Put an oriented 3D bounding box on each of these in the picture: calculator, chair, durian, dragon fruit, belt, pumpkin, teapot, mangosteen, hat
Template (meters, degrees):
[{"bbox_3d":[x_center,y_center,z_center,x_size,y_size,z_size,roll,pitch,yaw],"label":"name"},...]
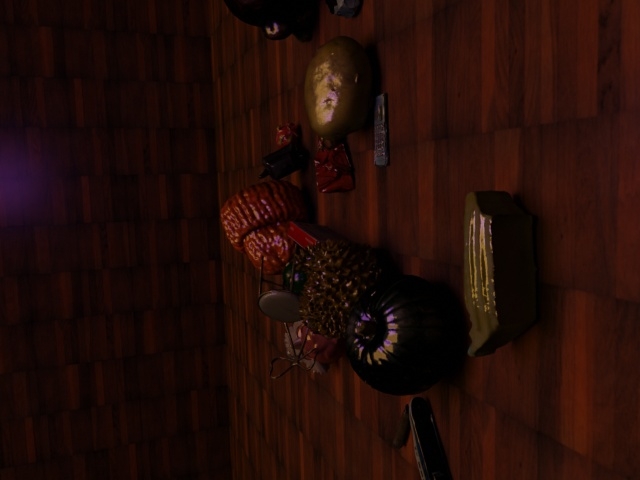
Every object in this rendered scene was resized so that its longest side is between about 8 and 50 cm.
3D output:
[{"bbox_3d":[0.144,-0.263,1.335,0.057,0.018,0.172,-172,80,-66],"label":"calculator"},{"bbox_3d":[-0.093,0.186,1.519,0.170,0.160,0.325,51,-147,-38],"label":"chair"},{"bbox_3d":[0.050,0.112,1.365,0.293,0.258,0.258,-143,51,-82],"label":"durian"},{"bbox_3d":[0.050,-0.224,1.542,0.092,0.122,0.192,-12,76,28],"label":"dragon fruit"},{"bbox_3d":[0.060,-0.632,1.425,0.105,0.058,0.140,119,145,-45],"label":"belt"},{"bbox_3d":[0.153,0.190,1.133,0.250,0.216,0.249,-22,60,43],"label":"pumpkin"},{"bbox_3d":[-0.122,-0.247,1.809,0.087,0.177,0.096,62,-175,-20],"label":"teapot"},{"bbox_3d":[-0.152,-0.742,1.626,0.297,0.297,0.313,-179,89,-68],"label":"mangosteen"},{"bbox_3d":[-0.139,0.022,1.814,0.400,0.285,0.285,68,154,13],"label":"hat"},{"bbox_3d":[-0.111,-0.336,1.876,0.086,0.081,0.116,52,141,38],"label":"dragon fruit"}]

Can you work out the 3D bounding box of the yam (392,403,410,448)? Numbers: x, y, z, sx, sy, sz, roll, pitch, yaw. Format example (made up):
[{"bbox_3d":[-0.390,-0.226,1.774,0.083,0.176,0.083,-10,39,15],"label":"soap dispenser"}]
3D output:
[{"bbox_3d":[0.196,0.440,1.313,0.033,0.027,0.129,-56,-21,-54],"label":"yam"}]

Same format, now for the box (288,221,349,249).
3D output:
[{"bbox_3d":[0.000,0.001,1.600,0.229,0.123,0.050,-143,62,-63],"label":"box"}]

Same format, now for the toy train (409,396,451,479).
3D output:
[{"bbox_3d":[0.232,0.456,1.196,0.051,0.052,0.233,117,143,-60],"label":"toy train"}]

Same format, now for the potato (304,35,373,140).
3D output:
[{"bbox_3d":[0.046,-0.373,1.376,0.197,0.149,0.228,-24,78,53],"label":"potato"}]

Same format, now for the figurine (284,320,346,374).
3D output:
[{"bbox_3d":[-0.012,0.290,1.625,0.387,0.166,0.207,142,118,-66],"label":"figurine"}]

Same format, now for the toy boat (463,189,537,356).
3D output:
[{"bbox_3d":[0.289,0.058,0.900,0.084,0.111,0.276,10,102,62],"label":"toy boat"}]
